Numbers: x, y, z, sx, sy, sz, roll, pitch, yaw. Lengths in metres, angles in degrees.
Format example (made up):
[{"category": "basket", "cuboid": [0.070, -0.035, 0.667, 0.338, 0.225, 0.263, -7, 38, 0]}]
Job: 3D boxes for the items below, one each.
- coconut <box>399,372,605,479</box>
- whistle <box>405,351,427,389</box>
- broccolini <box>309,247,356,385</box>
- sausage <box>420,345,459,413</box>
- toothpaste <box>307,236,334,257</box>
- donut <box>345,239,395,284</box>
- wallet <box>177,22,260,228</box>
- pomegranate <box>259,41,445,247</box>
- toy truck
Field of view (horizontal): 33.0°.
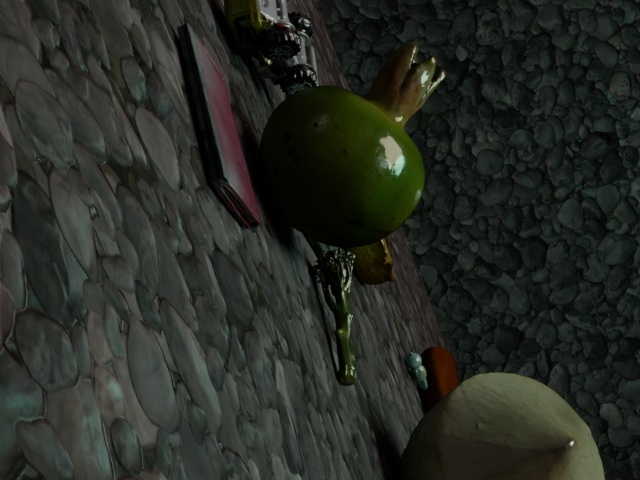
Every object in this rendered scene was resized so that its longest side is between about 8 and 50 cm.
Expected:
[{"category": "coconut", "cuboid": [0.279, 0.351, 1.616, 0.329, 0.329, 0.329, -21, 90, -82]}, {"category": "whistle", "cuboid": [0.206, 0.276, 2.297, 0.035, 0.035, 0.100, -95, 164, -62]}, {"category": "broccolini", "cuboid": [0.022, 0.103, 1.530, 0.058, 0.067, 0.216, 56, 24, -45]}, {"category": "sausage", "cuboid": [0.262, 0.340, 2.328, 0.083, 0.089, 0.300, 25, 28, -18]}, {"category": "toothpaste", "cuboid": [0.000, 0.000, 1.676, 0.204, 0.031, 0.049, 61, 13, -52]}, {"category": "donut", "cuboid": [0.086, 0.004, 2.070, 0.190, 0.075, 0.174, 49, 21, -78]}, {"category": "wallet", "cuboid": [-0.118, -0.133, 1.262, 0.119, 0.025, 0.232, 55, 16, -57]}, {"category": "pomegranate", "cuboid": [0.057, -0.133, 1.478, 0.236, 0.302, 0.236, 42, 6, -6]}, {"category": "toy truck", "cuboid": [-0.069, -0.309, 1.701, 0.286, 0.111, 0.136, 56, 26, -64]}]
